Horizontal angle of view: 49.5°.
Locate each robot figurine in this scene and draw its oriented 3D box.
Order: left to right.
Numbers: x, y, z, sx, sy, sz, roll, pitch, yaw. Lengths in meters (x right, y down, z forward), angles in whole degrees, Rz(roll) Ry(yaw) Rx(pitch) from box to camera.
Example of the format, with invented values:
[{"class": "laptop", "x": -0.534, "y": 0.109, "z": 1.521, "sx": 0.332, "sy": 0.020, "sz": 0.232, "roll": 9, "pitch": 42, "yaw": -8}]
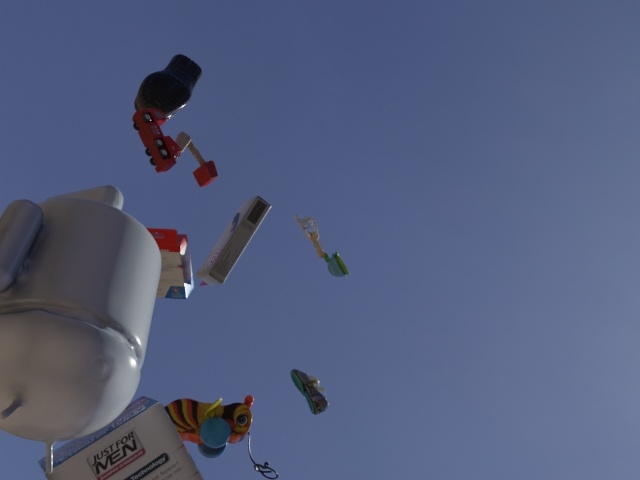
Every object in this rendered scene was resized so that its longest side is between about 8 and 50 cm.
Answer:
[{"class": "robot figurine", "x": -0.308, "y": 0.090, "z": 0.848, "sx": 0.199, "sy": 0.353, "sz": 0.300, "roll": -14, "pitch": -46, "yaw": 13}]

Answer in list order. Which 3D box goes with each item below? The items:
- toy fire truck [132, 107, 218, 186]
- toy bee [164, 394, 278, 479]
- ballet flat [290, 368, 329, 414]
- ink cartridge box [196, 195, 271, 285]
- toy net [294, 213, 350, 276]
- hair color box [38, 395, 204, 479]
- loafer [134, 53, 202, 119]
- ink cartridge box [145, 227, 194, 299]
[{"class": "toy fire truck", "x": -0.320, "y": -0.206, "z": 1.534, "sx": 0.047, "sy": 0.135, "sz": 0.192, "roll": -30, "pitch": -97, "yaw": 39}, {"class": "toy bee", "x": -0.232, "y": 0.436, "z": 1.650, "sx": 0.298, "sy": 0.162, "sz": 0.195, "roll": 34, "pitch": -40, "yaw": -17}, {"class": "ballet flat", "x": -0.016, "y": 0.257, "z": 1.197, "sx": 0.114, "sy": 0.041, "sz": 0.041, "roll": -132, "pitch": -134, "yaw": -55}, {"class": "ink cartridge box", "x": -0.275, "y": 0.005, "z": 2.058, "sx": 0.060, "sy": 0.275, "sz": 0.239, "roll": 37, "pitch": -20, "yaw": -19}, {"class": "toy net", "x": 0.000, "y": 0.000, "z": 1.804, "sx": 0.232, "sy": 0.045, "sz": 0.122, "roll": 57, "pitch": 6, "yaw": -36}, {"class": "hair color box", "x": -0.231, "y": 0.416, "z": 0.984, "sx": 0.105, "sy": 0.174, "sz": 0.347, "roll": -13, "pitch": -75, "yaw": 62}, {"class": "loafer", "x": -0.455, "y": -0.431, "z": 2.072, "sx": 0.134, "sy": 0.366, "sz": 0.130, "roll": 36, "pitch": -58, "yaw": -9}, {"class": "ink cartridge box", "x": -0.462, "y": 0.055, "z": 2.066, "sx": 0.134, "sy": 0.078, "sz": 0.231, "roll": 3, "pitch": -64, "yaw": 10}]
